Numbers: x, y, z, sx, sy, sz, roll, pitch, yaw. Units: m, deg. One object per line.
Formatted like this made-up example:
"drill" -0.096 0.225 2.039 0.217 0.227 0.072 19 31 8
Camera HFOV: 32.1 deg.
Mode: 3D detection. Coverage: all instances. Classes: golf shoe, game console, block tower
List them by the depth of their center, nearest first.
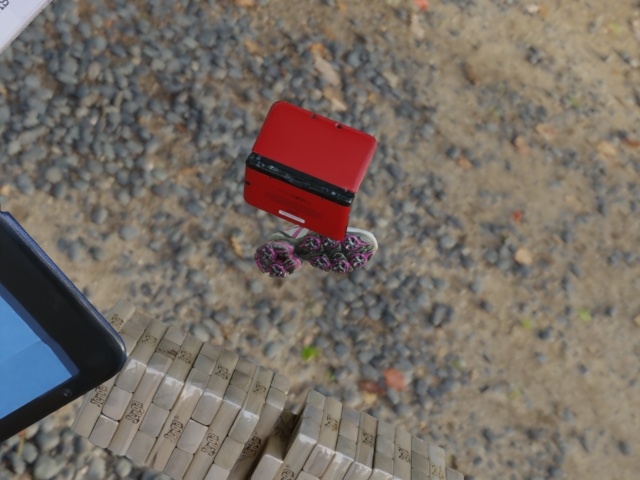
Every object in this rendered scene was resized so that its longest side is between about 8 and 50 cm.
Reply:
"game console" -0.327 0.091 0.752 0.173 0.293 0.250 60 13 6
"block tower" -0.048 0.172 0.952 0.336 0.097 0.091 27 18 -4
"game console" -0.015 -0.086 1.400 0.144 0.124 0.085 23 53 10
"golf shoe" 0.000 0.000 1.507 0.086 0.186 0.067 -51 127 -45

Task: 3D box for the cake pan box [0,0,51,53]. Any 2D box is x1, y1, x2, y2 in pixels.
"cake pan box" -0.376 -0.229 0.937 0.246 0.267 0.070 45 -1 -20
